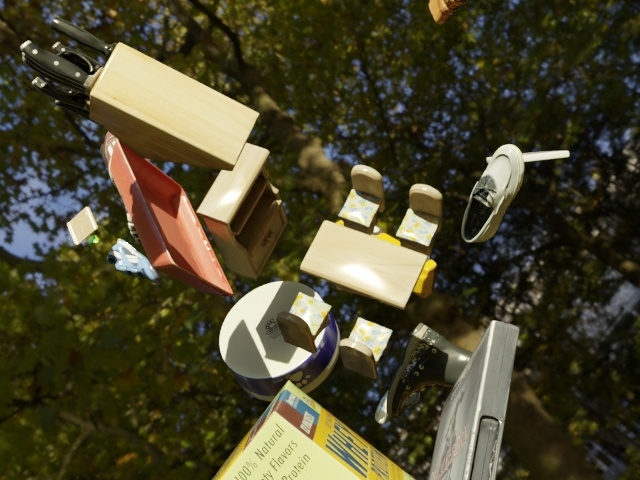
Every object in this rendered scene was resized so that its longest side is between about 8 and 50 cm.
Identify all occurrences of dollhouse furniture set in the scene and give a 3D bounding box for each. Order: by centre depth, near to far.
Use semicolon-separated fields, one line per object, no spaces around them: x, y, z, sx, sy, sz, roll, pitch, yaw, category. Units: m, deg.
0.000;0.000;1.503;0.362;0.394;0.256;-63;-19;-23;dollhouse furniture set

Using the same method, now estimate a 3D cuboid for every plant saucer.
-0.268;-0.024;1.377;0.047;0.259;0.258;-32;-21;6;plant saucer

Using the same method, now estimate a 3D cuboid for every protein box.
-0.018;0.286;0.759;0.200;0.201;0.136;-52;-2;4;protein box

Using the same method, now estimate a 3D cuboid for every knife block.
-0.254;-0.202;1.057;0.242;0.275;0.088;45;-117;-52;knife block

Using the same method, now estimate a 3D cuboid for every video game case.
0.093;0.221;0.578;0.196;0.026;0.274;96;-171;-60;video game case
0.514;-0.207;1.948;0.157;0.143;0.019;-7;-83;-8;video game case

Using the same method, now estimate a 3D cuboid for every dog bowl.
-0.093;0.226;1.786;0.265;0.265;0.104;-41;-42;-14;dog bowl

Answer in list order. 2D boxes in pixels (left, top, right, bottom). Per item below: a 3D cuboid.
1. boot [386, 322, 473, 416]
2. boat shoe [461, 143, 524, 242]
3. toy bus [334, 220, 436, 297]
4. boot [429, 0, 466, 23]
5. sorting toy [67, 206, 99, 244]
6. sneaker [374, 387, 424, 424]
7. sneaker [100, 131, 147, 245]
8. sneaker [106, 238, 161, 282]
0.256;0.320;1.742;0.085;0.178;0.237;-31;-39;-65;boot
0.356;-0.090;1.636;0.081;0.079;0.228;-20;-45;-46;boat shoe
0.166;0.053;2.201;0.130;0.332;0.108;-27;-47;-35;toy bus
0.358;-0.655;2.026;0.109;0.284;0.220;27;-51;-19;boot
-0.478;-0.018;1.589;0.062;0.083;0.012;-35;-23;16;sorting toy
0.216;0.414;2.071;0.211;0.081;0.080;-44;-11;-41;sneaker
-0.392;-0.123;1.670;0.106;0.163;0.281;-24;-40;-15;sneaker
-0.395;0.056;1.654;0.059;0.144;0.053;-47;-30;-19;sneaker
